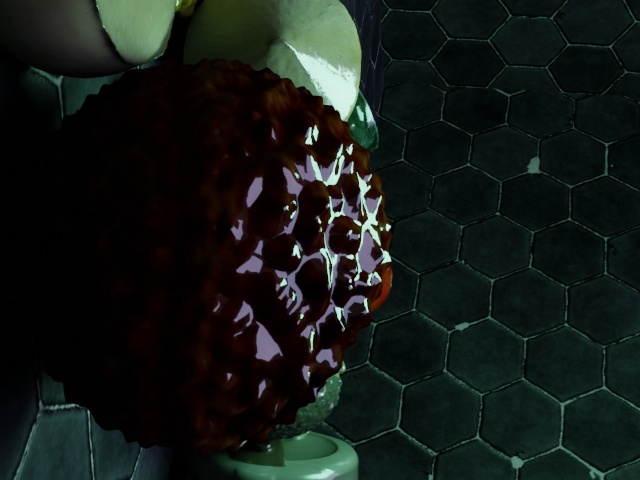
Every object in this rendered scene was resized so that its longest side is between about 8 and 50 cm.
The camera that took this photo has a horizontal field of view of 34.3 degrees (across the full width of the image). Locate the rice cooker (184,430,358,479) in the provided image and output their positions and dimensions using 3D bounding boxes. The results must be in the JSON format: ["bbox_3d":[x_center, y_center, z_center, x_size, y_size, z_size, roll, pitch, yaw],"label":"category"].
[{"bbox_3d":[-0.087,0.483,1.861,0.335,0.335,0.325,-10,105,-80],"label":"rice cooker"}]

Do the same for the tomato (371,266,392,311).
[{"bbox_3d":[0.000,0.000,1.796,0.298,0.226,0.298,-10,90,-85],"label":"tomato"}]

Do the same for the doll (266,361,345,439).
[{"bbox_3d":[-0.119,0.197,1.683,0.350,0.247,0.247,16,77,-46],"label":"doll"}]

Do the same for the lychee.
[{"bbox_3d":[-0.127,-0.009,1.155,0.424,0.425,0.499,76,15,-61],"label":"lychee"}]

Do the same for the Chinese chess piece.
[{"bbox_3d":[-0.246,-0.341,1.089,0.338,0.141,0.338,7,90,-80],"label":"Chinese chess piece"}]

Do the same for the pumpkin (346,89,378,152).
[{"bbox_3d":[-0.056,-0.230,1.938,0.263,0.197,0.293,62,-17,-4],"label":"pumpkin"}]

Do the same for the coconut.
[{"bbox_3d":[-0.076,-0.276,1.638,0.329,0.329,0.328,5,90,-80],"label":"coconut"}]

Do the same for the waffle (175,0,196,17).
[{"bbox_3d":[-0.208,-0.456,1.491,0.291,0.051,0.291,4,90,-83],"label":"waffle"}]
